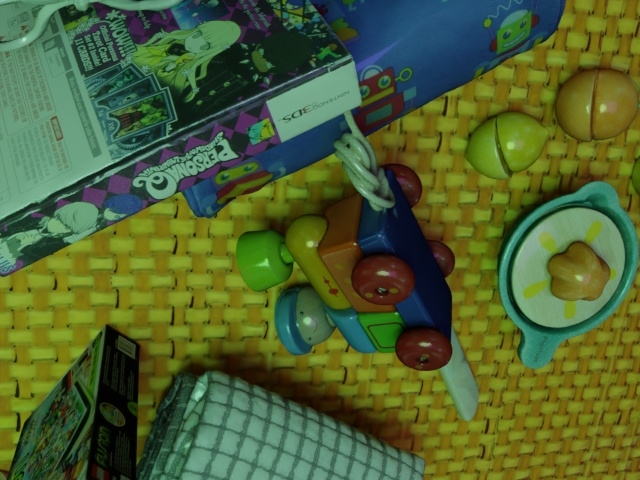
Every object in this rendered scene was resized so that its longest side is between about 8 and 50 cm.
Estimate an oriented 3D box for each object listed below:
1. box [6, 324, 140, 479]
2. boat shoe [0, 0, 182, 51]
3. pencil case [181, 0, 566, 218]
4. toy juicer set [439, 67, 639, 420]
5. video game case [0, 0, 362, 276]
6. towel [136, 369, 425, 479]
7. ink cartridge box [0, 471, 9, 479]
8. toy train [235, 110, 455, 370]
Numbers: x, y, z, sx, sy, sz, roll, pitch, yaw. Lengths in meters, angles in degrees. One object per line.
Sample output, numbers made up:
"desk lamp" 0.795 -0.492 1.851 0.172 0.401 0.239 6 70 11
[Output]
"box" -0.175 0.152 0.479 0.036 0.207 0.114 39 95 -22
"boat shoe" -0.134 -0.168 0.328 0.135 0.367 0.157 -20 126 -46
"pencil case" 0.012 -0.134 0.484 0.306 0.133 0.119 -27 148 -4
"toy juicer set" 0.187 0.000 0.587 0.209 0.089 0.329 42 94 -22
"video game case" -0.119 -0.117 0.405 0.210 0.232 0.042 -27 145 -5
"towel" -0.057 0.272 0.543 0.235 0.121 0.284 31 65 -26
"ink cartridge box" -0.260 0.262 0.487 0.158 0.218 0.092 20 102 -20
"toy train" 0.000 0.000 0.492 0.143 0.105 0.248 -10 136 24
